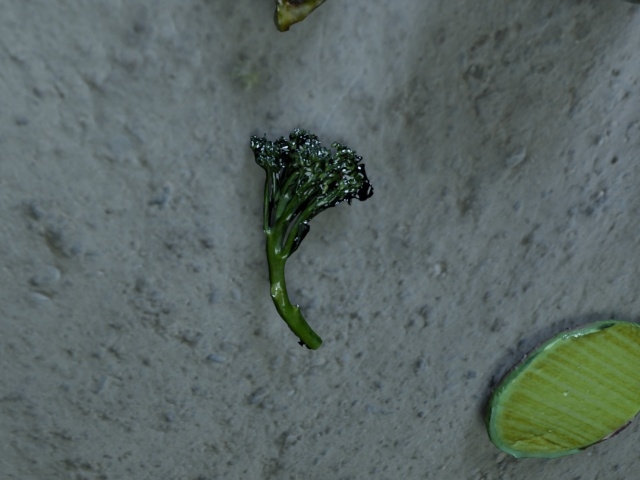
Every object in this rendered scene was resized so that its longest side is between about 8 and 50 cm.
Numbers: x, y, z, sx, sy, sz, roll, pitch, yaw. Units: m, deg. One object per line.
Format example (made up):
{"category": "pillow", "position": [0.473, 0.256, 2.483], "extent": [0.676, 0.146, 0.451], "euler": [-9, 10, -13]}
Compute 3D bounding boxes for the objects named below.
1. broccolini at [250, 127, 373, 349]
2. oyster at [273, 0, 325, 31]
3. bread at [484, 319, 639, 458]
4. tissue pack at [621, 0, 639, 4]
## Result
{"category": "broccolini", "position": [-0.001, 0.008, 0.614], "extent": [0.123, 0.062, 0.271], "euler": [-1, 119, 6]}
{"category": "oyster", "position": [-0.003, -0.285, 0.424], "extent": [0.133, 0.072, 0.209], "euler": [-16, 105, 6]}
{"category": "bread", "position": [0.393, 0.230, 0.857], "extent": [0.301, 0.045, 0.301], "euler": [-7, 124, -11]}
{"category": "tissue pack", "position": [0.259, -0.327, 0.395], "extent": [0.209, 0.137, 0.269], "euler": [10, 115, -24]}
